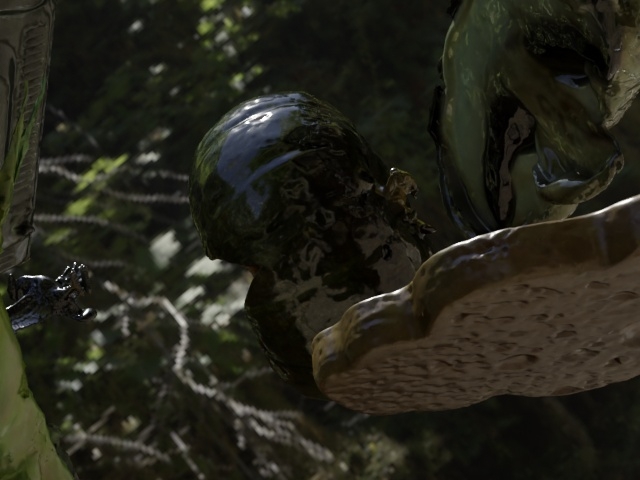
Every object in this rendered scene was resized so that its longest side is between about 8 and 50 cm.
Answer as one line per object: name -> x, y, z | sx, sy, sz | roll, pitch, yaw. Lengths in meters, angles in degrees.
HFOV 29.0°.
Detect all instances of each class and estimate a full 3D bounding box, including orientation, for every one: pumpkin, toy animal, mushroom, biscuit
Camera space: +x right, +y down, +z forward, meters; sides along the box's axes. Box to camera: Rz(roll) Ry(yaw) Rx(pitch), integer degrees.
pumpkin -> 0.003, 0.000, 0.919 | 0.159, 0.238, 0.238 | -23, -7, 5
toy animal -> -0.307, 0.064, 1.401 | 0.108, 0.062, 0.220 | -6, 15, 19
mushroom -> 0.199, -0.131, 1.053 | 0.130, 0.247, 0.344 | -16, -36, -18
biscuit -> 0.139, 0.028, 0.649 | 0.183, 0.047, 0.319 | 11, -30, -35

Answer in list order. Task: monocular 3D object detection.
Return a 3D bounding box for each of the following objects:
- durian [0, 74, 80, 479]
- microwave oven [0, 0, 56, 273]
durian -> -0.144, 0.132, 0.450 | 0.157, 0.356, 0.169 | 13, 36, 39
microwave oven -> -0.201, -0.065, 0.534 | 0.163, 0.129, 0.205 | -28, -32, -39
